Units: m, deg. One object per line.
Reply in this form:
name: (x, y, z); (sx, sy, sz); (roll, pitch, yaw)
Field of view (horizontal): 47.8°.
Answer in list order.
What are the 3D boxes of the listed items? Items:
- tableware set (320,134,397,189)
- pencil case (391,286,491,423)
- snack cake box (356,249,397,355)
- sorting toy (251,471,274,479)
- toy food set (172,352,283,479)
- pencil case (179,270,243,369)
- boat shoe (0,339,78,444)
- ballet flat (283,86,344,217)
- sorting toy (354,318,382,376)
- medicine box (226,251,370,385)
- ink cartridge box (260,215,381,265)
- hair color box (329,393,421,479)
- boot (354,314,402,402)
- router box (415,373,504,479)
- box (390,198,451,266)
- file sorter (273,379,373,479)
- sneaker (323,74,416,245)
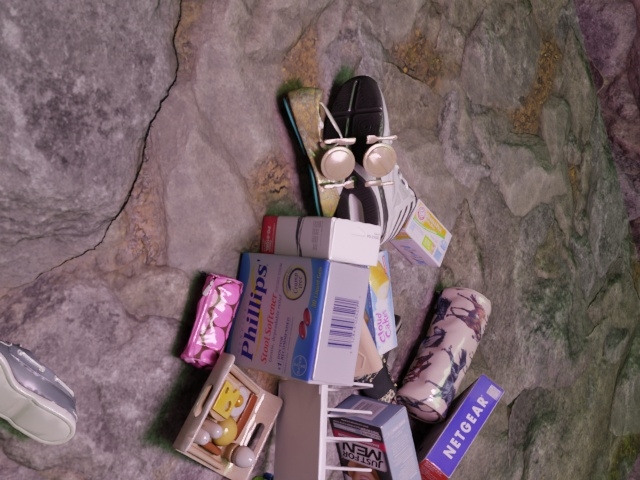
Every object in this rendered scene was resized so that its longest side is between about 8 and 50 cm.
tableware set: (0.089, -0.195, 1.751); (0.194, 0.039, 0.128); (-5, 114, -16)
pencil case: (0.358, 0.339, 2.150); (0.160, 0.183, 0.410); (42, 65, -30)
snack cake box: (0.105, 0.157, 1.895); (0.089, 0.152, 0.264); (-18, 105, -46)
sorting toy: (-0.125, 0.602, 1.763); (0.102, 0.042, 0.061); (23, 76, -44)
toy food set: (-0.189, 0.402, 1.599); (0.220, 0.092, 0.306); (-64, 152, -21)
pencil case: (-0.243, 0.177, 1.585); (0.098, 0.095, 0.209); (52, 51, -72)
boat shoe: (-0.558, 0.238, 1.285); (0.319, 0.116, 0.099); (50, 15, -27)
ballet flat: (0.008, -0.210, 1.785); (0.123, 0.123, 0.349); (-31, 112, -40)
sorting toy: (0.031, 0.272, 1.824); (0.038, 0.208, 0.193); (-85, 155, -62)
medicine box: (-0.055, 0.172, 1.632); (0.149, 0.289, 0.264); (15, 82, -46)
ink cartridge box: (0.000, 0.000, 1.716); (0.172, 0.237, 0.100); (8, 86, -45)
hair color box: (0.162, 0.619, 1.955); (0.113, 0.185, 0.375); (-29, 112, -41)
boot: (0.172, 0.341, 2.028); (0.236, 0.085, 0.179); (-49, 129, -30)
router box: (0.365, 0.582, 2.102); (0.082, 0.301, 0.335); (39, 56, 10)
box: (0.276, -0.023, 2.092); (0.203, 0.103, 0.114); (41, 64, -39)
file sorter: (0.013, 0.477, 1.725); (0.173, 0.193, 0.278); (14, 69, -31)
sneaker: (0.143, -0.205, 1.944); (0.257, 0.169, 0.448); (-6, 95, -61)
